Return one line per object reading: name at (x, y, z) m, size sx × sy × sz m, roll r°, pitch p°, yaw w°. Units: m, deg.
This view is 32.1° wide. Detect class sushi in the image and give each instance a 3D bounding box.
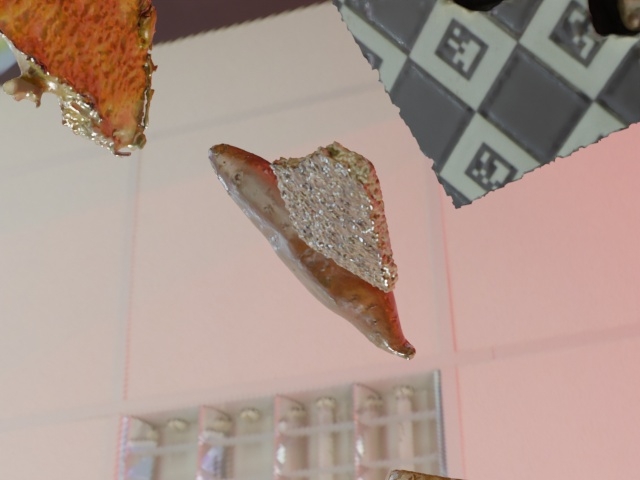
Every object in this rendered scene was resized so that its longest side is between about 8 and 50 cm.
sushi at (0.117, -0.196, 0.652) m, size 0.292 × 0.294 × 0.059 m, roll -24°, pitch -172°, yaw 45°

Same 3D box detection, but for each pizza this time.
pizza at (-0.247, -0.207, 1.117) m, size 0.071 × 0.297 × 0.189 m, roll 14°, pitch -114°, yaw 38°

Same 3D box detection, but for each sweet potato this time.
sweet potato at (0.004, 0.004, 1.356) m, size 0.112 × 0.112 × 0.359 m, roll -40°, pitch -87°, yaw -4°

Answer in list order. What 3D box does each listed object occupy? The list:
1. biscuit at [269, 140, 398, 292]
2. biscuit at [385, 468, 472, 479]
biscuit at (0.010, -0.032, 1.082) m, size 0.131 × 0.237 × 0.026 m, roll 29°, pitch -109°, yaw 23°
biscuit at (0.186, 0.209, 0.811) m, size 0.295 × 0.186 × 0.044 m, roll -7°, pitch -111°, yaw 52°
